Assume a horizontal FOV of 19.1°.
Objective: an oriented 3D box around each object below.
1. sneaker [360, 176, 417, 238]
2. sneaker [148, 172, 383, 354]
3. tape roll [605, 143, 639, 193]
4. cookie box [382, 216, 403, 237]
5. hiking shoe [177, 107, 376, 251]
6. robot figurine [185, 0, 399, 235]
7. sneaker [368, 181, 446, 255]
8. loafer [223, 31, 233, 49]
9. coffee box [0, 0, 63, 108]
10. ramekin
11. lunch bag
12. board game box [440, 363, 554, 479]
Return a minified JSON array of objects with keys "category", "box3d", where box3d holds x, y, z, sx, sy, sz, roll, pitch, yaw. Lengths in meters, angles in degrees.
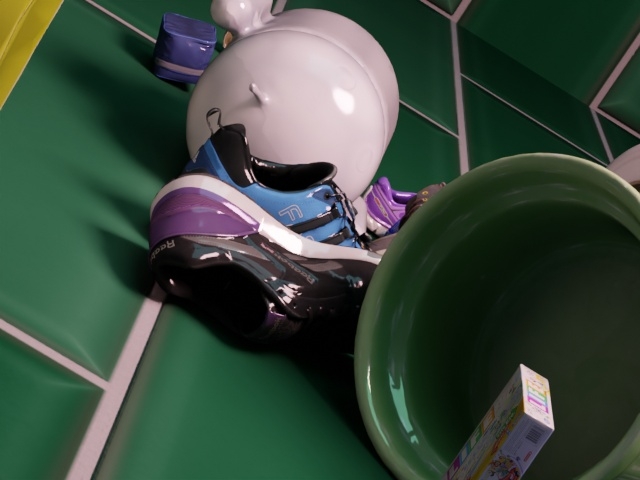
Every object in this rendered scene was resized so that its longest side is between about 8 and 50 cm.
[{"category":"sneaker","box3d":[0.123,-0.014,2.149,0.170,0.071,0.068,29,16,-17]},{"category":"sneaker","box3d":[-0.026,0.059,1.646,0.283,0.107,0.124,24,32,-16]},{"category":"tape roll","box3d":[0.429,0.021,2.321,0.169,0.246,0.246,26,17,-26]},{"category":"cookie box","box3d":[0.115,0.026,2.068,0.107,0.040,0.092,34,17,6]},{"category":"hiking shoe","box3d":[0.000,0.000,1.756,0.304,0.132,0.113,25,18,-27]},{"category":"robot figurine","box3d":[-0.026,-0.127,1.962,0.300,0.200,0.353,61,13,-8]},{"category":"sneaker","box3d":[0.094,0.003,1.971,0.222,0.083,0.118,-2,42,-46]},{"category":"loafer","box3d":[-0.070,-0.229,2.436,0.148,0.056,0.050,39,11,19]},{"category":"coffee box","box3d":[-0.377,-0.289,1.506,0.338,0.338,0.334,26,18,-24]},{"category":"ramekin","box3d":[0.191,0.093,1.573,0.148,0.303,0.303,26,16,-49]},{"category":"lunch bag","box3d":[-0.161,-0.221,2.226,0.067,0.065,0.098,15,20,-8]},{"category":"board game box","box3d":[0.120,0.176,1.428,0.026,0.154,0.103,31,15,-5]}]
